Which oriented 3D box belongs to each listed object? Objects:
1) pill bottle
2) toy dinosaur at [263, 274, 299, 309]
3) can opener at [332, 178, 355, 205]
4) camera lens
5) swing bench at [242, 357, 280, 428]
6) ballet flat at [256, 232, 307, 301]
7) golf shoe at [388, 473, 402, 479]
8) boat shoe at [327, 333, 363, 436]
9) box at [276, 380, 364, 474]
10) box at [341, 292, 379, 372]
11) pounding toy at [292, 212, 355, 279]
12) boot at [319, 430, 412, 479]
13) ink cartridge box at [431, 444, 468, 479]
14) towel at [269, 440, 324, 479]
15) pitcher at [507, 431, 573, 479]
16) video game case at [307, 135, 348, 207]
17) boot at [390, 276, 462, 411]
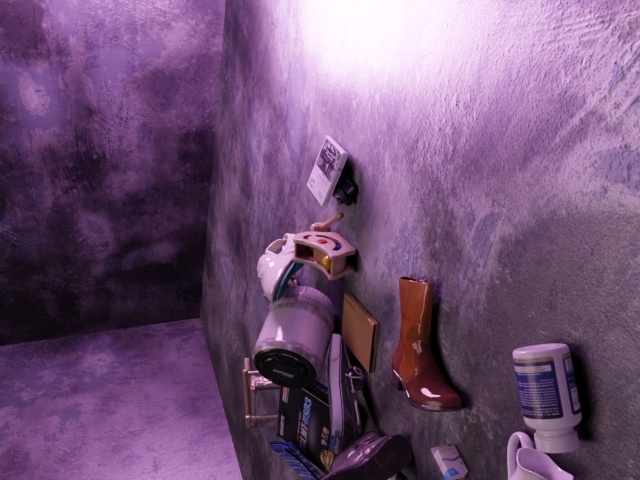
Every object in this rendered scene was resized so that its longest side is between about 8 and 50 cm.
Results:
[{"bbox_3d":[0.387,0.266,1.043,0.094,0.094,0.170,156,107,-68],"label":"pill bottle"},{"bbox_3d":[-0.123,0.173,2.334,0.313,0.120,0.161,-8,100,64],"label":"toy dinosaur"},{"bbox_3d":[0.055,-0.158,1.850,0.059,0.073,0.186,51,180,-31],"label":"can opener"},{"bbox_3d":[-0.079,0.308,1.942,0.219,0.219,0.274,107,-179,-45],"label":"camera lens"},{"bbox_3d":[-0.146,0.558,2.215,0.165,0.253,0.255,-139,46,-84],"label":"swing bench"},{"bbox_3d":[-0.134,0.078,1.999,0.400,0.139,0.139,-54,-30,-64],"label":"ballet flat"},{"bbox_3d":[0.164,0.690,1.727,0.198,0.093,0.077,144,119,-64],"label":"golf shoe"},{"bbox_3d":[0.079,0.429,1.848,0.113,0.104,0.307,100,170,-55],"label":"boat shoe"},{"bbox_3d":[-0.011,0.599,2.003,0.293,0.073,0.296,27,126,29],"label":"box"},{"bbox_3d":[0.114,0.273,1.838,0.201,0.021,0.165,-136,44,-58],"label":"box"},{"bbox_3d":[0.000,0.000,1.876,0.269,0.154,0.155,-137,46,-59],"label":"pounding toy"},{"bbox_3d":[0.073,0.631,1.642,0.118,0.338,0.222,66,153,5],"label":"boot"},{"bbox_3d":[0.293,0.501,1.405,0.083,0.048,0.028,-117,30,-42],"label":"ink cartridge box"},{"bbox_3d":[-0.037,0.817,2.105,0.336,0.040,0.243,48,155,-1],"label":"towel"},{"bbox_3d":[0.371,0.478,1.134,0.178,0.125,0.207,-97,18,-75],"label":"pitcher"},{"bbox_3d":[0.019,-0.211,1.856,0.190,0.022,0.173,-121,49,-61],"label":"video game case"},{"bbox_3d":[0.254,0.236,1.433,0.264,0.096,0.281,-151,65,-73],"label":"boot"}]
